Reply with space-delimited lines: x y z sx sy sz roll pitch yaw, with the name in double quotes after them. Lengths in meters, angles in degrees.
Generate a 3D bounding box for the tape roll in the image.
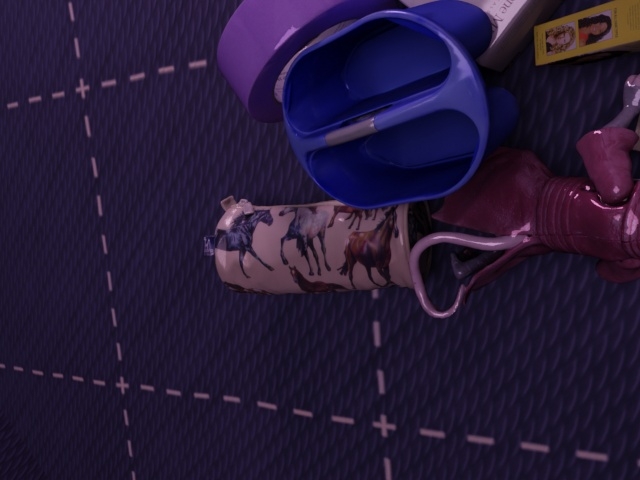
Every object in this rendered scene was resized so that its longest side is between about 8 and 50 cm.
-0.018 -0.302 0.885 0.275 0.275 0.090 -41 78 29 "tape roll"

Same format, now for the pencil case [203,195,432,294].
0.000 0.000 0.996 0.410 0.160 0.183 -5 116 31 "pencil case"

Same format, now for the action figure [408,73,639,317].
0.307 -0.040 0.738 0.370 0.276 0.248 4 122 57 "action figure"

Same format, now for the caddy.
0.090 -0.173 0.780 0.341 0.179 0.241 -8 112 50 "caddy"

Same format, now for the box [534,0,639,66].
0.385 -0.265 0.712 0.232 0.087 0.058 5 102 60 "box"

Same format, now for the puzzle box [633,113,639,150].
0.566 -0.286 0.680 0.272 0.052 0.409 16 107 27 "puzzle box"

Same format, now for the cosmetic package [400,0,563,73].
0.224 -0.353 0.807 0.183 0.151 0.151 45 119 16 "cosmetic package"
